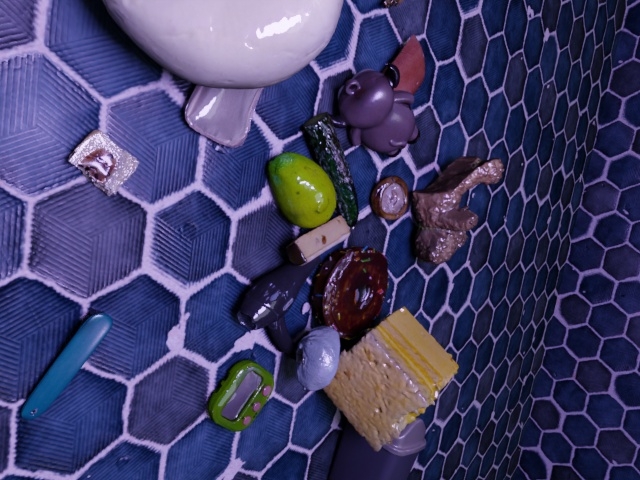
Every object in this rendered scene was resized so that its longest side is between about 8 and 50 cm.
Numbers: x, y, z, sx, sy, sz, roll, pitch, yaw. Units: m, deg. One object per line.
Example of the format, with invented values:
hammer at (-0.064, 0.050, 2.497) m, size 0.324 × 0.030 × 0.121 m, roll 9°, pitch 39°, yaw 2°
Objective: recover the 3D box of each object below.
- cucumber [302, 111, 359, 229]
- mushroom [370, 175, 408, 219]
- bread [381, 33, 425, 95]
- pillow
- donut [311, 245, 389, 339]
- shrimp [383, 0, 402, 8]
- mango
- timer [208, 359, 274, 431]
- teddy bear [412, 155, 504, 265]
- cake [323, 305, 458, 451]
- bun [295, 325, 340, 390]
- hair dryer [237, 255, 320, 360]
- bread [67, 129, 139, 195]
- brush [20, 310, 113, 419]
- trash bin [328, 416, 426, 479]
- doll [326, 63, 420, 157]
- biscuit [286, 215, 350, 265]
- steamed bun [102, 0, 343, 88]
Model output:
cucumber at (0.040, -0.141, 0.954) m, size 0.067 × 0.067 × 0.294 m, roll -44°, pitch 129°, yaw -26°
mushroom at (0.180, -0.111, 1.108) m, size 0.123 × 0.052 × 0.123 m, roll -10°, pitch 107°, yaw -34°
bread at (0.200, -0.392, 1.035) m, size 0.192 × 0.067 × 0.119 m, roll -56°, pitch 133°, yaw -16°
pillow at (-0.148, -0.282, 0.749) m, size 0.130 × 0.038 × 0.233 m, roll 27°, pitch 83°, yaw -47°
donut at (0.072, 0.121, 1.042) m, size 0.235 × 0.089 × 0.235 m, roll -13°, pitch 110°, yaw -41°
shrimp at (0.183, -0.599, 0.983) m, size 0.091 × 0.043 × 0.184 m, roll 36°, pitch 69°, yaw -36°
mango at (-0.035, -0.102, 0.869) m, size 0.119 × 0.100 × 0.178 m, roll -50°, pitch 123°, yaw -19°
timer at (-0.166, 0.326, 0.900) m, size 0.140 × 0.047 × 0.128 m, roll -54°, pitch 134°, yaw -18°
teddy bear at (0.381, -0.079, 1.192) m, size 0.296 × 0.246 × 0.223 m, roll -30°, pitch 106°, yaw -1°
cake at (0.187, 0.319, 1.062) m, size 0.286 × 0.227 × 0.222 m, roll -19°, pitch 153°, yaw -55°
bun at (-0.014, 0.251, 0.925) m, size 0.083 × 0.141 × 0.141 m, roll 18°, pitch 89°, yaw -12°
hair dryer at (-0.073, 0.167, 0.948) m, size 0.235 × 0.091 × 0.272 m, roll -44°, pitch 141°, yaw -40°
bread at (-0.320, -0.116, 0.633) m, size 0.070 × 0.035 × 0.083 m, roll -55°, pitch 130°, yaw -19°
brush at (-0.393, 0.188, 0.657) m, size 0.193 × 0.032 × 0.043 m, roll -53°, pitch 137°, yaw -3°
trash bin at (0.156, 0.577, 1.178) m, size 0.182 × 0.209 × 0.291 m, roll 14°, pitch 97°, yaw -46°
doll at (0.130, -0.281, 0.950) m, size 0.182 × 0.117 × 0.257 m, roll -36°, pitch 139°, yaw 23°
biscuit at (0.000, 0.000, 0.932) m, size 0.188 × 0.052 × 0.056 m, roll -32°, pitch 88°, yaw -49°
steamed bun at (-0.134, -0.370, 0.595) m, size 0.333 × 0.233 × 0.312 m, roll 6°, pitch 99°, yaw -13°
